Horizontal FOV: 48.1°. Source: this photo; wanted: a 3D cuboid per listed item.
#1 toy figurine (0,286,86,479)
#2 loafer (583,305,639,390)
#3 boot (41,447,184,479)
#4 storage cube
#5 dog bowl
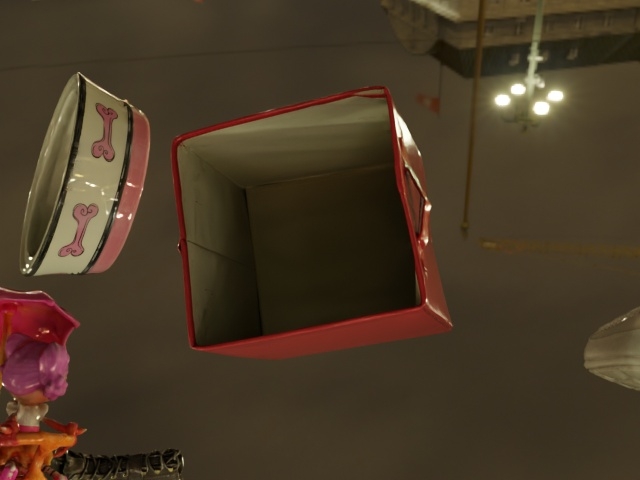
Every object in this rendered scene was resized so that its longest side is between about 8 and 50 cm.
[{"bbox_3d":[-0.192,0.109,0.436,0.173,0.159,0.130,8,175,43],"label":"toy figurine"},{"bbox_3d":[0.330,0.060,0.558,0.112,0.319,0.111,21,-112,-15],"label":"loafer"},{"bbox_3d":[-0.340,0.366,1.172,0.229,0.263,0.091,-6,-122,-4],"label":"boot"},{"bbox_3d":[0.000,0.000,0.642,0.215,0.183,0.193,-12,165,14],"label":"storage cube"},{"bbox_3d":[-0.467,-0.114,1.426,0.151,0.407,0.408,15,-159,-29],"label":"dog bowl"}]
